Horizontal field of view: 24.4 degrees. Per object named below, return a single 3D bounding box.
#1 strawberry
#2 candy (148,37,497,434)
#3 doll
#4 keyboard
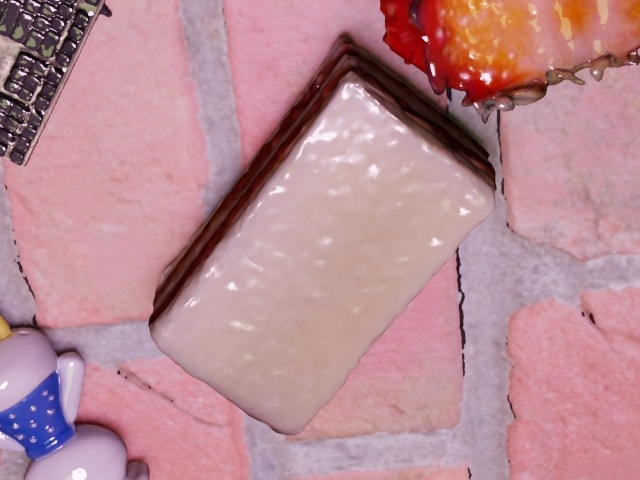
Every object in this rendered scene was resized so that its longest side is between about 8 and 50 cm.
[{"bbox_3d":[0.145,-0.244,1.209,0.253,0.150,0.280,-36,108,-3],"label":"strawberry"},{"bbox_3d":[0.000,0.000,1.322,0.179,0.135,0.320,32,112,-15],"label":"candy"},{"bbox_3d":[-0.261,0.184,1.419,0.138,0.119,0.293,-34,106,-3],"label":"doll"},{"bbox_3d":[-0.232,-0.211,1.280,0.106,0.027,0.317,25,111,-11],"label":"keyboard"}]
